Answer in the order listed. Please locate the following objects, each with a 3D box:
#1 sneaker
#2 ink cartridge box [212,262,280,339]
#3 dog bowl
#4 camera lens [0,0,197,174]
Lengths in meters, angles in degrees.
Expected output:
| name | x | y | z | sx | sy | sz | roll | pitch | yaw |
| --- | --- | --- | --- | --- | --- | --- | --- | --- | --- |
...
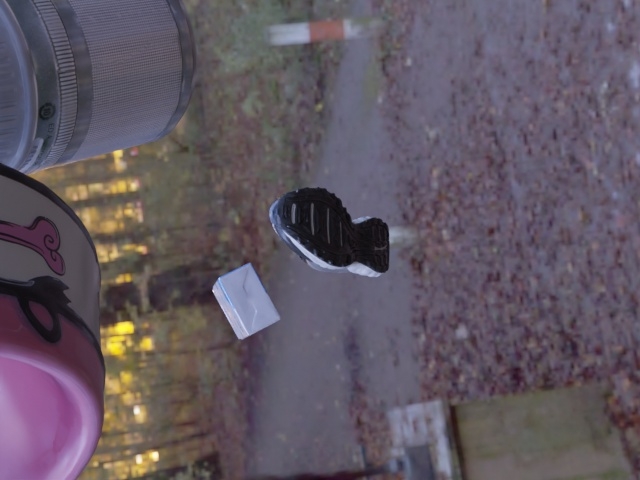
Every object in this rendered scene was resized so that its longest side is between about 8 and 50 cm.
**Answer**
| name | x | y | z | sx | sy | sz | roll | pitch | yaw |
| --- | --- | --- | --- | --- | --- | --- | --- | --- | --- |
| sneaker | 0.000 | 0.000 | 1.388 | 0.271 | 0.108 | 0.100 | 26 | -119 | -60 |
| ink cartridge box | -0.125 | 0.102 | 1.682 | 0.104 | 0.060 | 0.180 | 61 | 168 | 2 |
| dog bowl | -0.344 | 0.124 | 0.762 | 0.408 | 0.408 | 0.150 | 96 | 151 | -51 |
| camera lens | -0.287 | -0.191 | 1.097 | 0.219 | 0.274 | 0.219 | 16 | 116 | 37 |
